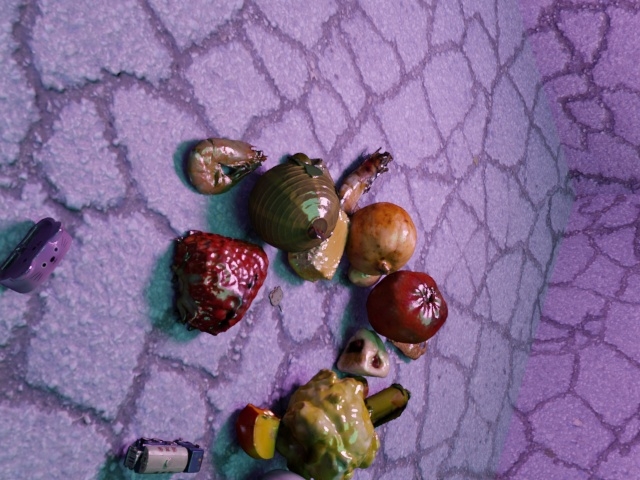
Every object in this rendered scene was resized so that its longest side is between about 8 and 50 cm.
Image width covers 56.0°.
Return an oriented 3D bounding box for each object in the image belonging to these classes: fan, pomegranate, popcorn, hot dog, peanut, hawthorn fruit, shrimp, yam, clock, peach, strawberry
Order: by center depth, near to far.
[{"bbox_3d":[-0.529,0.030,1.132,0.050,0.110,0.152,51,55,-39],"label":"clock"},{"bbox_3d":[-0.227,0.113,1.494,0.280,0.150,0.253,12,84,-50],"label":"strawberry"},{"bbox_3d":[-0.230,-0.192,1.532,0.267,0.061,0.145,-21,118,-52],"label":"shrimp"},{"bbox_3d":[-0.171,0.516,1.624,0.151,0.119,0.151,13,90,-90],"label":"peach"},{"bbox_3d":[0.018,0.535,1.740,0.312,0.312,0.312,-6,98,-51],"label":"popcorn"},{"bbox_3d":[-0.122,0.173,1.742,0.056,0.004,0.083,-46,127,-40],"label":"fan"},{"bbox_3d":[-0.061,-0.220,1.743,0.084,0.073,0.073,-86,170,-78],"label":"pomegranate"},{"bbox_3d":[0.008,-0.191,1.836,0.054,0.054,0.132,-55,133,-33],"label":"yam"},{"bbox_3d":[0.186,0.000,1.880,0.248,0.248,0.248,-6,98,-51],"label":"pomegranate"},{"bbox_3d":[0.153,-0.152,2.017,0.365,0.071,0.233,-49,135,-34],"label":"shrimp"},{"bbox_3d":[0.271,0.234,2.027,0.254,0.300,0.254,12,63,-24],"label":"hawthorn fruit"},{"bbox_3d":[0.120,0.501,2.035,0.140,0.060,0.089,-17,94,-42],"label":"hot dog"},{"bbox_3d":[0.173,0.090,2.036,0.103,0.098,0.229,48,46,4],"label":"peanut"}]

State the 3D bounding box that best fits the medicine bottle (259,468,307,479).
[{"bbox_3d":[-0.136,0.793,1.588,0.306,0.245,0.245,-40,123,-41],"label":"medicine bottle"}]

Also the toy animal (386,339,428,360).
[{"bbox_3d":[0.340,0.394,2.309,0.276,0.054,0.149,-6,96,-50],"label":"toy animal"}]

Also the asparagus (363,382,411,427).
[{"bbox_3d":[0.174,0.591,2.068,0.382,0.108,0.128,-5,133,-50],"label":"asparagus"}]

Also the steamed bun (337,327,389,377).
[{"bbox_3d":[0.148,0.371,1.998,0.172,0.141,0.155,20,73,-47],"label":"steamed bun"}]

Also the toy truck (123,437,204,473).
[{"bbox_3d":[-0.362,0.503,1.402,0.202,0.088,0.074,26,71,-50],"label":"toy truck"}]

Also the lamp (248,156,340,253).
[{"bbox_3d":[-0.057,-0.078,1.578,0.250,0.284,0.250,-18,128,-24],"label":"lamp"}]

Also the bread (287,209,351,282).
[{"bbox_3d":[0.000,0.000,1.789,0.174,0.121,0.245,50,51,-52],"label":"bread"}]
